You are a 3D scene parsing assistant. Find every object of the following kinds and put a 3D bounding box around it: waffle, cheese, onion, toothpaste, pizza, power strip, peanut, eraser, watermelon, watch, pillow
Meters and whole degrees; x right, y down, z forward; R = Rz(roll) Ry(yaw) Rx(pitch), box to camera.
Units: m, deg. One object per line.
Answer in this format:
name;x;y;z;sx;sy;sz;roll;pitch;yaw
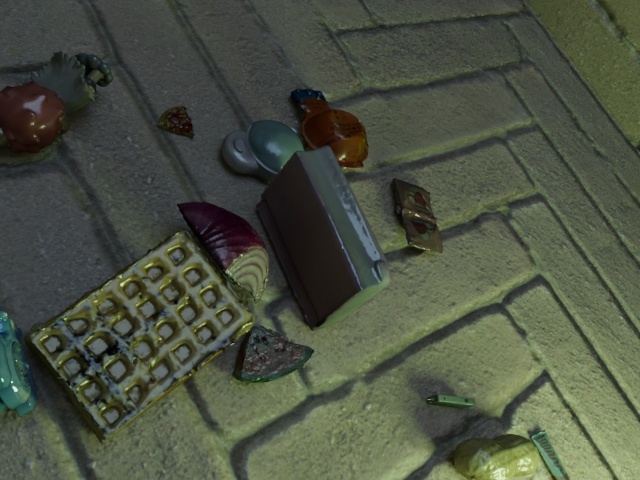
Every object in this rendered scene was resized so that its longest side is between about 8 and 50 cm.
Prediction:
waffle;-0.344;0.174;1.296;0.376;0.114;0.261;-37;93;-29
cheese;0.023;-0.319;1.878;0.217;0.129;0.329;-5;52;-36
onion;-0.197;-0.005;1.463;0.111;0.250;0.247;-38;67;-1
toothpaste;0.619;0.600;1.730;0.056;0.036;0.205;-9;63;-33
pizza;-0.363;-0.317;1.703;0.100;0.029;0.099;20;52;-20
power strip;0.322;0.403;1.659;0.136;0.051;0.019;13;63;-24
peanut;0.435;0.535;1.606;0.257;0.123;0.123;8;58;-32
eraser;0.000;0.000;1.566;0.122;0.272;0.359;-14;69;-36
watermelon;-0.118;0.253;1.477;0.187;0.071;0.139;-14;63;-28
watch;-0.608;0.236;1.130;0.193;0.211;0.211;-17;70;-14
pillow;0.280;-0.070;1.931;0.135;0.049;0.248;11;53;-27

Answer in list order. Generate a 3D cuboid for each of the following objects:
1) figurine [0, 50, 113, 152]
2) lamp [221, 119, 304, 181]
figurine;-0.612;-0.281;1.457;0.207;0.166;0.387;14;49;19
lamp;-0.140;-0.242;1.742;0.246;0.108;0.179;-5;61;-33
